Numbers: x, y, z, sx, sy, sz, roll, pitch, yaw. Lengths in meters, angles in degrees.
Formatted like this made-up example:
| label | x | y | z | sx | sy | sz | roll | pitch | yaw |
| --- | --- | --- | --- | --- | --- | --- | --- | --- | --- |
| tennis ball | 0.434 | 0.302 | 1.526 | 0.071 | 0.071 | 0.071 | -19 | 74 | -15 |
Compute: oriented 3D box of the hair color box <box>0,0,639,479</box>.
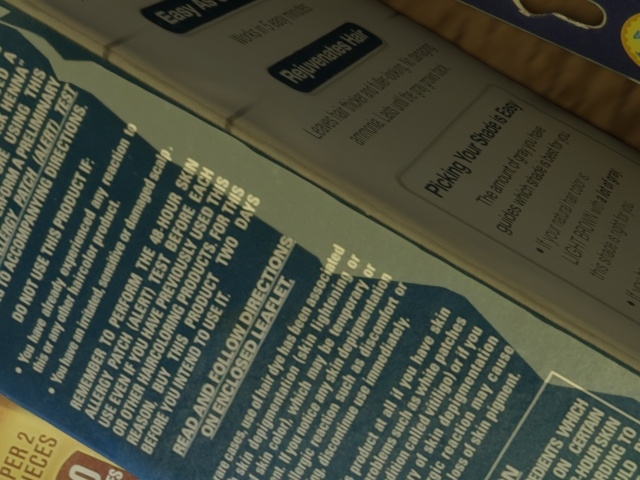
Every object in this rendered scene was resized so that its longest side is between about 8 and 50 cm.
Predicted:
| label | x | y | z | sx | sy | sz | roll | pitch | yaw |
| --- | --- | --- | --- | --- | --- | --- | --- | --- | --- |
| hair color box | 0.000 | 0.000 | 0.479 | 0.347 | 0.174 | 0.105 | 31 | 112 | 6 |

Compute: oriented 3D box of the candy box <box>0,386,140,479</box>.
| label | x | y | z | sx | sy | sz | roll | pitch | yaw |
| --- | --- | --- | --- | --- | --- | --- | --- | --- | --- |
| candy box | -0.150 | 0.098 | 0.488 | 0.316 | 0.087 | 0.183 | 24 | 102 | -9 |

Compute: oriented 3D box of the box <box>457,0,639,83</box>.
| label | x | y | z | sx | sy | sz | roll | pitch | yaw |
| --- | --- | --- | --- | --- | --- | --- | --- | --- | --- |
| box | 0.092 | -0.150 | 0.451 | 0.136 | 0.036 | 0.225 | 26 | 136 | 8 |
